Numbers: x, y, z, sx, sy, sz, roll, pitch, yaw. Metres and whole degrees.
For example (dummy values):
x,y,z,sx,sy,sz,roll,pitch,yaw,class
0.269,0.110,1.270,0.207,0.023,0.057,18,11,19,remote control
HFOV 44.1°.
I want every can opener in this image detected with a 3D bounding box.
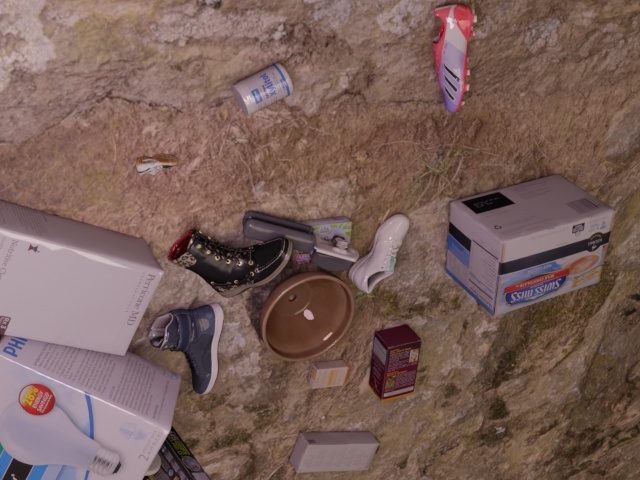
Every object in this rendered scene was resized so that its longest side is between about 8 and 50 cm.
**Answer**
x,y,z,sx,sy,sz,roll,pitch,yaw,class
-0.044,0.009,1.770,0.280,0.074,0.093,18,114,-18,can opener

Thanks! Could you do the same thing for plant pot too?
x,y,z,sx,sy,sz,roll,pitch,yaw,class
-0.046,0.161,1.880,0.237,0.110,0.237,-13,123,-21,plant pot

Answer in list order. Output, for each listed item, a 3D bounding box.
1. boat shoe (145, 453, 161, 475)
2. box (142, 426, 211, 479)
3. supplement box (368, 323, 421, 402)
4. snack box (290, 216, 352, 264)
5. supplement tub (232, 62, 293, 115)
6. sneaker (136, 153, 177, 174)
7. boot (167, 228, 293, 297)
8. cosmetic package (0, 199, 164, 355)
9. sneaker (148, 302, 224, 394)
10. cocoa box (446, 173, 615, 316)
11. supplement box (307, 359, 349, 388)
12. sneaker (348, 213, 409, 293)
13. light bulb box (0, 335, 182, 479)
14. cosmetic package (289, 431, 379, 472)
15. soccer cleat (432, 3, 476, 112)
x,y,z,sx,sy,sz,roll,pitch,yaw,class
-0.473,0.499,1.819,0.228,0.079,0.081,13,132,8,boat shoe
-0.378,0.569,1.834,0.060,0.270,0.216,22,106,-51,box
0.200,0.332,2.133,0.104,0.081,0.188,-10,122,-23,supplement box
0.000,0.000,1.855,0.141,0.037,0.100,-7,119,-23,snack box
-0.115,-0.305,1.592,0.107,0.071,0.071,-30,128,-12,supplement tub
-0.331,-0.151,1.595,0.083,0.032,0.037,-6,134,-20,sneaker
-0.194,0.031,1.692,0.236,0.085,0.179,-28,133,33,boot
-0.530,0.071,1.532,0.385,0.156,0.217,16,107,-34,cosmetic package
-0.313,0.255,1.794,0.163,0.086,0.226,-6,111,-38,sneaker
0.529,0.006,2.025,0.347,0.231,0.227,-15,124,-20,cocoa box
0.020,0.350,2.074,0.098,0.036,0.062,0,117,-29,supplement box
0.161,0.038,1.931,0.080,0.094,0.212,28,102,-36,sneaker
-0.527,0.388,1.598,0.361,0.225,0.357,27,104,-12,light bulb box
0.039,0.591,2.211,0.239,0.060,0.098,9,111,-32,cosmetic package
0.288,-0.405,1.763,0.095,0.083,0.248,4,125,3,soccer cleat
